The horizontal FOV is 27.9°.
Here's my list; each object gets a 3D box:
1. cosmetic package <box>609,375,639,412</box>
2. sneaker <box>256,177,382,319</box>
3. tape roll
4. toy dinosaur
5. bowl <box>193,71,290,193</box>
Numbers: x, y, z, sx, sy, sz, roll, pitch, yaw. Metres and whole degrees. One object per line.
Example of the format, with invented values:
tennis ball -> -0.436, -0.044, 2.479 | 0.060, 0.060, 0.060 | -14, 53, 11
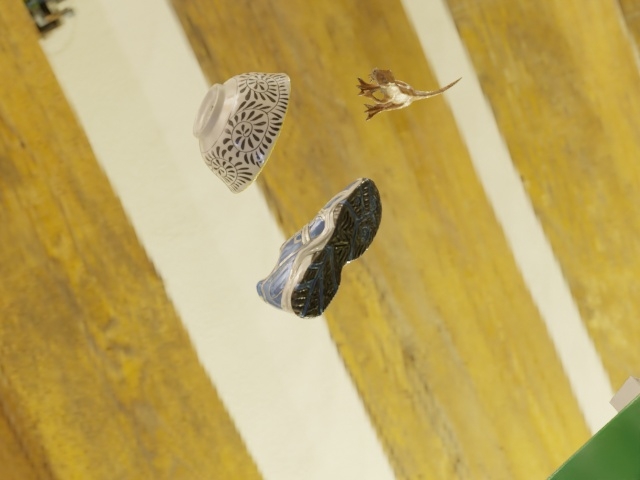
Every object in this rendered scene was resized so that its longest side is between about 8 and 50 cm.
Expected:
cosmetic package -> 0.520, 0.298, 1.827 | 0.099, 0.060, 0.239 | 17, -152, -40
sneaker -> 0.000, 0.000, 1.507 | 0.211, 0.081, 0.080 | -52, -49, -33
tape roll -> 0.276, 0.296, 1.440 | 0.077, 0.321, 0.321 | 47, -145, 15
toy dinosaur -> 0.120, -0.216, 1.918 | 0.211, 0.112, 0.064 | -3, -91, -60
bowl -> -0.113, -0.152, 1.654 | 0.080, 0.170, 0.170 | 23, -122, -20
